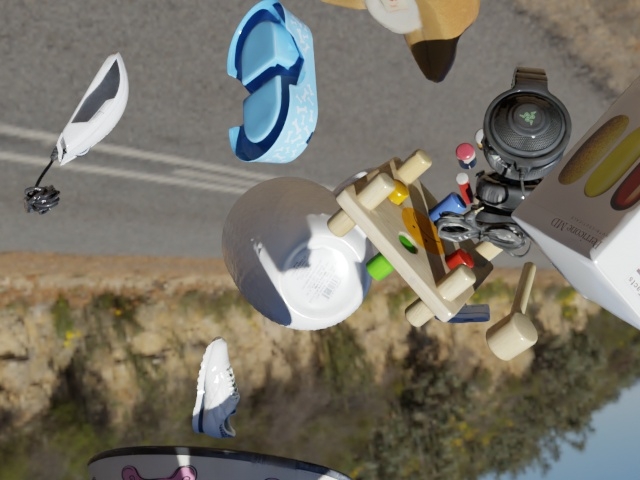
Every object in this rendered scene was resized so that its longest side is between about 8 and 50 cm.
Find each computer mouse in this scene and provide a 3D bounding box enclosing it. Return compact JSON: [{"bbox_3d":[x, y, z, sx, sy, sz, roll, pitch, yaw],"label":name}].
[{"bbox_3d":[-0.241,-0.106,1.040,0.042,0.193,0.106,30,166,-11],"label":"computer mouse"}]

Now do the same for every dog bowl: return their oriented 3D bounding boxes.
[{"bbox_3d":[-0.078,-0.261,1.716,0.074,0.297,0.166,17,148,-37],"label":"dog bowl"},{"bbox_3d":[-0.147,0.418,1.494,0.408,0.150,0.408,4,156,2],"label":"dog bowl"}]

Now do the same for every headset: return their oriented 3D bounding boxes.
[{"bbox_3d":[0.277,-0.112,1.566,0.185,0.394,0.243,7,127,6],"label":"headset"}]

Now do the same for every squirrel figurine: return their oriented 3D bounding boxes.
[{"bbox_3d":[0.222,-0.550,1.741,0.370,0.281,0.397,-53,172,-26],"label":"squirrel figurine"}]

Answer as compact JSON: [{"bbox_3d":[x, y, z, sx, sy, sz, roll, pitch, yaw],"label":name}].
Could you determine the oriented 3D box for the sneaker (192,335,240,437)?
[{"bbox_3d":[-0.225,0.332,2.311,0.095,0.235,0.090,10,-167,15],"label":"sneaker"}]

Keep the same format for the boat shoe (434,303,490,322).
[{"bbox_3d":[0.252,0.125,1.815,0.100,0.035,0.035,-4,154,21],"label":"boat shoe"}]

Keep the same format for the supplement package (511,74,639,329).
[{"bbox_3d":[0.324,-0.052,0.936,0.244,0.134,0.139,-47,-151,-2],"label":"supplement package"}]

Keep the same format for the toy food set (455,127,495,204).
[{"bbox_3d":[0.335,-0.134,2.088,0.111,0.232,0.104,-14,156,11],"label":"toy food set"}]

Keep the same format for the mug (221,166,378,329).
[{"bbox_3d":[0.000,0.000,1.980,0.374,0.276,0.328,-44,-162,-1],"label":"mug"}]

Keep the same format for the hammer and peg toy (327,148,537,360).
[{"bbox_3d":[0.192,0.030,1.615,0.127,0.361,0.266,-43,177,28],"label":"hammer and peg toy"}]
